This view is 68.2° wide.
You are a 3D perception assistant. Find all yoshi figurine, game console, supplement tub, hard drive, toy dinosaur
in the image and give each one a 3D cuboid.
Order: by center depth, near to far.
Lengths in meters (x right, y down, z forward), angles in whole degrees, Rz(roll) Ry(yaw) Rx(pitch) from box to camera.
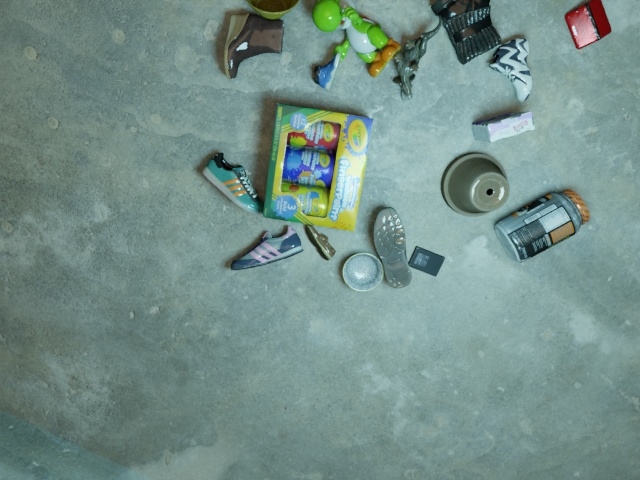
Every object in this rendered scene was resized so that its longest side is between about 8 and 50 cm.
[{"bbox_3d":[0.105,-0.764,1.734,0.362,0.203,0.203,42,108,-6],"label":"yoshi figurine"},{"bbox_3d":[0.345,-0.696,1.774,0.121,0.160,0.313,20,99,1],"label":"toy dinosaur"},{"bbox_3d":[1.017,-0.825,1.798,0.124,0.085,0.144,-20,105,37],"label":"game console"},{"bbox_3d":[0.889,-0.063,1.903,0.316,0.193,0.193,-29,102,7],"label":"supplement tub"},{"bbox_3d":[0.455,0.090,2.034,0.135,0.022,0.094,21,104,-5],"label":"hard drive"}]

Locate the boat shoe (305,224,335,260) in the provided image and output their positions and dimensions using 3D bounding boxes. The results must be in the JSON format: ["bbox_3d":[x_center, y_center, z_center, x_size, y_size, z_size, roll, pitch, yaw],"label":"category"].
[{"bbox_3d":[0.000,0.000,2.001,0.060,0.064,0.178,-40,104,-21],"label":"boat shoe"}]

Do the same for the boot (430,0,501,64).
[{"bbox_3d":[0.610,-0.845,1.732,0.348,0.131,0.260,-33,95,19],"label":"boot"}]

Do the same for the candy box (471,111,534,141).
[{"bbox_3d":[0.693,-0.436,1.806,0.165,0.196,0.070,-16,104,4],"label":"candy box"}]

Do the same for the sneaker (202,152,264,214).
[{"bbox_3d":[-0.330,-0.230,1.914,0.302,0.108,0.121,40,106,-8],"label":"sneaker"}]

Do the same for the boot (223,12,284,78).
[{"bbox_3d":[-0.252,-0.728,1.794,0.207,0.090,0.248,10,101,0],"label":"boot"}]

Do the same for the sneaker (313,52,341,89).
[{"bbox_3d":[0.019,-0.656,1.805,0.085,0.058,0.152,23,139,-2],"label":"sneaker"}]

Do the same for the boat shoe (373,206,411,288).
[{"bbox_3d":[0.292,0.024,1.966,0.133,0.130,0.355,-9,110,6],"label":"boat shoe"}]

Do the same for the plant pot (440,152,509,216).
[{"bbox_3d":[0.626,-0.203,1.852,0.263,0.229,0.262,0,106,0],"label":"plant pot"}]

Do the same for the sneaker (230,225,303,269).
[{"bbox_3d":[-0.238,0.036,1.997,0.319,0.112,0.131,-17,87,2],"label":"sneaker"}]

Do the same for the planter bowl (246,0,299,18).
[{"bbox_3d":[-0.180,-0.884,1.735,0.217,0.090,0.217,2,69,-6],"label":"planter bowl"}]

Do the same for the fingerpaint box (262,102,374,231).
[{"bbox_3d":[-0.012,-0.288,1.868,0.372,0.163,0.444,9,105,-2],"label":"fingerpaint box"}]

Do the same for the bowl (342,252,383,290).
[{"bbox_3d":[0.179,0.124,2.015,0.170,0.080,0.170,0,105,1],"label":"bowl"}]

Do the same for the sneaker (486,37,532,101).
[{"bbox_3d":[0.713,-0.643,1.807,0.153,0.094,0.234,-7,104,4],"label":"sneaker"}]
